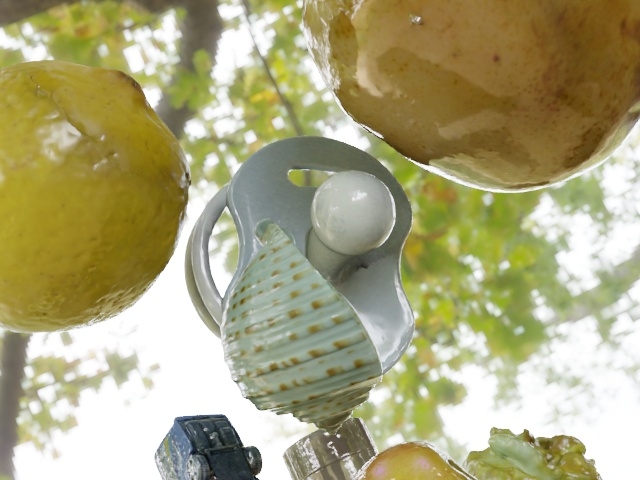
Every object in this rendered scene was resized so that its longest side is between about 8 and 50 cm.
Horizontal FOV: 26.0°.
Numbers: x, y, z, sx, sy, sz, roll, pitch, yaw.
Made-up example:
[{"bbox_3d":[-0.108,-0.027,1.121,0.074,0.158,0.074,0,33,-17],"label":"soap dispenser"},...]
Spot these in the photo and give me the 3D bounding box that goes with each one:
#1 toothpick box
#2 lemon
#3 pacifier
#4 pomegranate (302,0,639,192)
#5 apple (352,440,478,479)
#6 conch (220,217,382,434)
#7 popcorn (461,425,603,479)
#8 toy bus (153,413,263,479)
[{"bbox_3d":[0.037,0.311,1.642,0.111,0.181,0.111,-23,-19,-8],"label":"toothpick box"},{"bbox_3d":[-0.268,-0.042,1.381,0.293,0.293,0.293,-23,-17,-8],"label":"lemon"},{"bbox_3d":[0.000,0.000,1.450,0.244,0.300,0.233,8,-26,-18],"label":"pacifier"},{"bbox_3d":[0.167,-0.245,1.428,0.416,0.417,0.417,-23,-17,-8],"label":"pomegranate"},{"bbox_3d":[0.086,0.252,1.237,0.146,0.146,0.146,-23,-17,-8],"label":"apple"},{"bbox_3d":[-0.031,0.091,1.276,0.131,0.200,0.172,-39,4,-2],"label":"conch"},{"bbox_3d":[0.307,0.372,1.998,0.221,0.204,0.184,18,-76,-21],"label":"popcorn"},{"bbox_3d":[-0.088,0.284,1.386,0.079,0.237,0.094,-3,-41,-34],"label":"toy bus"}]
